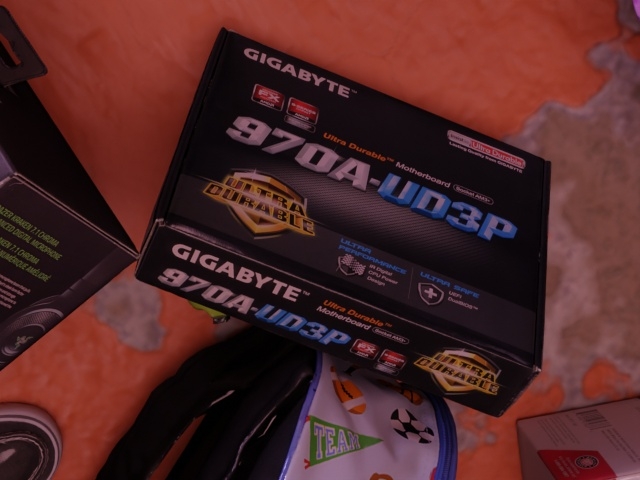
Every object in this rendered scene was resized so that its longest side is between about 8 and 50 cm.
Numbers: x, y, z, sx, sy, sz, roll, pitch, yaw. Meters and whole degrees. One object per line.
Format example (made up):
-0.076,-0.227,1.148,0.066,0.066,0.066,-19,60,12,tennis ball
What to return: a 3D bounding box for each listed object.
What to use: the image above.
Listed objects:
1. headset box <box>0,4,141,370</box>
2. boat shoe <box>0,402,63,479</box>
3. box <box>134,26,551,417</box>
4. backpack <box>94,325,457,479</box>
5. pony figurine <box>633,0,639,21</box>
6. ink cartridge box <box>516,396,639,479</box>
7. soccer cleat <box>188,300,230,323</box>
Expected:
-0.267,-0.023,0.702,0.283,0.131,0.246,-40,64,4,headset box
-0.263,0.175,0.839,0.228,0.076,0.080,-22,107,-10,boat shoe
0.021,-0.014,0.779,0.220,0.175,0.051,22,133,-8,box
-0.021,0.187,0.800,0.213,0.276,0.263,22,95,-18,backpack
0.213,-0.235,0.725,0.351,0.303,0.364,28,84,-21,pony figurine
0.216,0.149,0.890,0.150,0.109,0.063,-10,105,-5,ink cartridge box
0.000,0.000,0.849,0.178,0.060,0.072,-12,90,-6,soccer cleat
